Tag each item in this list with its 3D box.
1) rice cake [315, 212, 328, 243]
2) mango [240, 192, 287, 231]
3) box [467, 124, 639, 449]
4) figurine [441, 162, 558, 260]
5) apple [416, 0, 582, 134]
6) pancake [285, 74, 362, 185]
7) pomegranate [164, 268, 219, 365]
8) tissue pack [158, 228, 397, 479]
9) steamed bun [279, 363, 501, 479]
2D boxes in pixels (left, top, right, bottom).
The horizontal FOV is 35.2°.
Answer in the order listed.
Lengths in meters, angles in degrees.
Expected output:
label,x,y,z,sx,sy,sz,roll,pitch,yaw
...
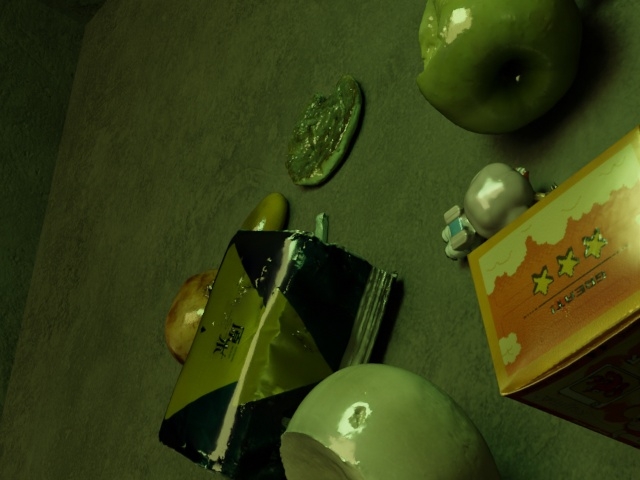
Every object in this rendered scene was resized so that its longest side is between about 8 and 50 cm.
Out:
label,x,y,z,sx,sy,sz,roll,pitch,yaw
rice cake,0.000,0.000,1.966,0.022,0.021,0.121,-22,50,37
mango,-0.118,-0.031,2.123,0.103,0.076,0.161,-6,56,63
box,0.360,0.073,1.101,0.259,0.283,0.214,-40,40,36
figurine,0.255,-0.043,1.525,0.229,0.112,0.137,-43,41,50
apple,0.269,-0.305,1.545,0.279,0.279,0.279,-36,42,40
pancake,0.006,-0.225,2.101,0.253,0.037,0.253,-37,41,41
pomegranate,-0.206,0.158,1.983,0.215,0.215,0.215,-36,42,40
tissue pack,-0.070,0.201,1.710,0.264,0.253,0.416,5,72,58
steamed bun,0.104,0.311,1.329,0.206,0.324,0.324,-29,18,-26
